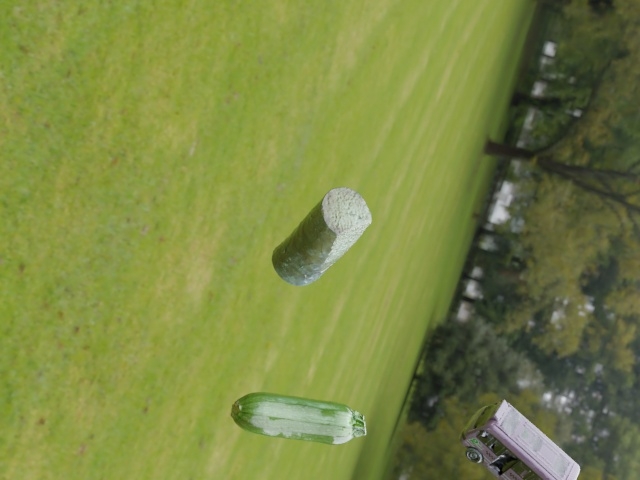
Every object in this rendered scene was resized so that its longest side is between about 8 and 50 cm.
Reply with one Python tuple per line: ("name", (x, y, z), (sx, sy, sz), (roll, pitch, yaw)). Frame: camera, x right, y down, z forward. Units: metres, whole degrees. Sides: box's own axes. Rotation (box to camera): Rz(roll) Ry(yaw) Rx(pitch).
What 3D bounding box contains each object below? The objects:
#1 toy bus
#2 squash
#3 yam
("toy bus", (0.316, 0.338, 1.429), (0.087, 0.178, 0.098), (-42, 170, -45))
("squash", (-0.034, 0.283, 1.427), (0.077, 0.219, 0.068), (115, -18, -61))
("yam", (0.000, 0.000, 1.089), (0.169, 0.068, 0.068), (-44, -164, 57))
